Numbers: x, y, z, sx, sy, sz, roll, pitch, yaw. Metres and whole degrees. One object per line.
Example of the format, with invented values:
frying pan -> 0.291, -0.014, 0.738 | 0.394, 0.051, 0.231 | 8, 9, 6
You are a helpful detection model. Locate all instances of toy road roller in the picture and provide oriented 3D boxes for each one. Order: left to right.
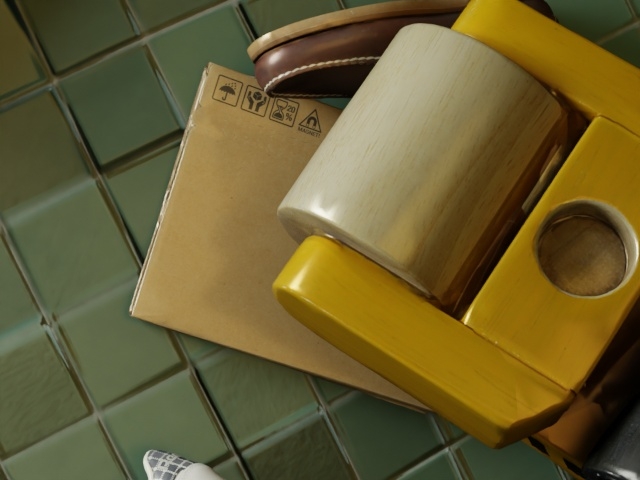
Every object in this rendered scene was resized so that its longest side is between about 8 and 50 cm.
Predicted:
toy road roller -> 0.146, 0.039, 0.834 | 0.329, 0.240, 0.202 | 33, 77, 8

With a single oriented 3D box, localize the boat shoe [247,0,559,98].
boat shoe -> 0.059, -0.109, 0.877 | 0.207, 0.073, 0.073 | -13, 85, -20

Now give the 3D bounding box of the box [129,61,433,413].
box -> 0.000, 0.000, 0.885 | 0.201, 0.021, 0.165 | 19, 81, -14

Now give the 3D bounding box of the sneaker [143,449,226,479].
sneaker -> -0.117, 0.235, 0.812 | 0.094, 0.090, 0.235 | 32, 83, 14
